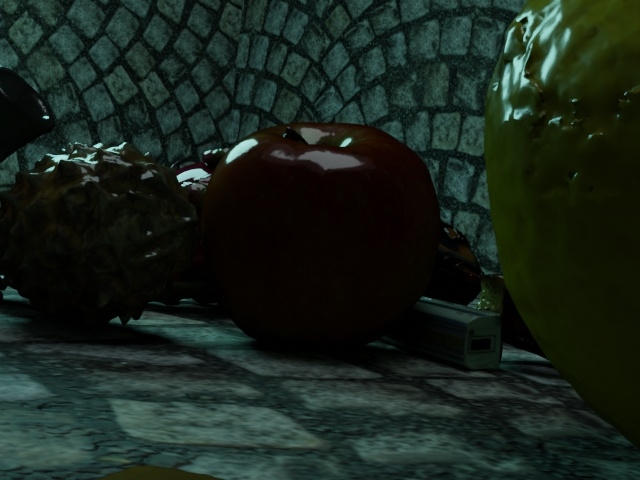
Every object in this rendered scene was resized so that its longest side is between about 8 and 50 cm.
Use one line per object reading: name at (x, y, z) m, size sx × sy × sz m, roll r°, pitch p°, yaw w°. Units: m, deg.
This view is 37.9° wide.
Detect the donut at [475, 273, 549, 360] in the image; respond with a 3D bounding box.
donut at (0.210, 0.079, 0.888) m, size 0.141 × 0.059 × 0.140 m, roll 21°, pitch -6°, yaw 2°

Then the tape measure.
tape measure at (0.104, 0.013, 1.164) m, size 0.202 × 0.135 × 0.223 m, roll 44°, pitch 12°, yaw 18°

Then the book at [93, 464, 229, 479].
book at (-0.039, 0.104, 0.203) m, size 0.208 × 0.020 × 0.295 m, roll 7°, pitch 2°, yaw 23°

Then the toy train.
toy train at (0.085, 0.083, 0.939) m, size 0.048 × 0.055 × 0.252 m, roll -5°, pitch 6°, yaw -29°

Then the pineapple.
pineapple at (-0.251, -0.006, 0.899) m, size 0.175 × 0.174 × 0.361 m, roll 5°, pitch -1°, yaw -33°

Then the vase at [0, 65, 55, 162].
vase at (-0.360, -0.059, 0.877) m, size 0.237 × 0.115 × 0.115 m, roll -38°, pitch -8°, yaw 11°

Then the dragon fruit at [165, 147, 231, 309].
dragon fruit at (-0.135, -0.002, 1.088) m, size 0.273 × 0.198 × 0.218 m, roll -19°, pitch 15°, yaw -4°

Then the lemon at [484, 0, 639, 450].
lemon at (0.267, -0.029, 0.503) m, size 0.350 × 0.387 × 0.349 m, roll -29°, pitch 24°, yaw 14°

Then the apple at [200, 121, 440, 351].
apple at (0.000, 0.000, 0.864) m, size 0.230 × 0.229 × 0.230 m, roll 6°, pitch 2°, yaw 0°
